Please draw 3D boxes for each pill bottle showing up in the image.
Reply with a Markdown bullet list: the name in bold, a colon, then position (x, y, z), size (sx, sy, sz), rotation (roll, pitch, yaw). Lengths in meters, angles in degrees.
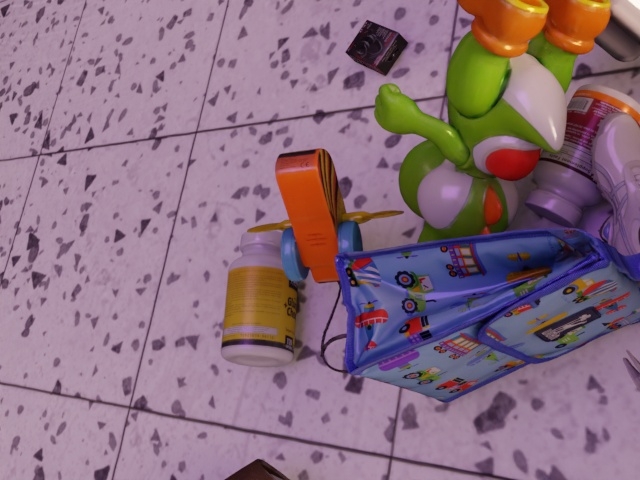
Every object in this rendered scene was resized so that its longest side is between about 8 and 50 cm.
- **pill bottle**: position (0.301, -0.095, 0.836), size (0.086, 0.086, 0.152), rotation (29, 91, 40)
- **pill bottle**: position (-0.084, 0.082, 1.037), size (0.103, 0.103, 0.184), rotation (-11, 66, 33)

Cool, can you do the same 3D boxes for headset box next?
- **headset box**: position (0.088, -0.294, 1.110), size (0.083, 0.032, 0.062), rotation (38, 96, 42)

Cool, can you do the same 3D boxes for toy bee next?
- **toy bee**: position (0.000, 0.000, 0.961), size (0.162, 0.195, 0.298), rotation (-75, -4, -58)

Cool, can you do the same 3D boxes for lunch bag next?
- **lunch bag**: position (0.200, 0.062, 0.757), size (0.293, 0.221, 0.138), rotation (-21, 61, 29)

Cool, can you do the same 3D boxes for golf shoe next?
- **golf shoe**: position (0.336, -0.050, 0.761), size (0.086, 0.069, 0.176), rotation (-170, 71, -71)

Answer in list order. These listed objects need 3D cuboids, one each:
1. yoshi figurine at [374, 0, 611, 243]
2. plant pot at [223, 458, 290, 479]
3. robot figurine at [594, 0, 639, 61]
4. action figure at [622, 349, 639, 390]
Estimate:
- **yoshi figurine**: position (0.172, -0.132, 0.840), size (0.204, 0.203, 0.362), rotation (23, 128, 12)
- **plant pot**: position (-0.108, 0.393, 0.883), size (0.215, 0.215, 0.230), rotation (32, 77, 40)
- **robot figurine**: position (0.417, -0.370, 0.786), size (0.353, 0.200, 0.300), rotation (-57, 20, 3)
- **action figure**: position (0.299, 0.060, 0.425), size (0.285, 0.099, 0.185), rotation (-50, 60, 16)
